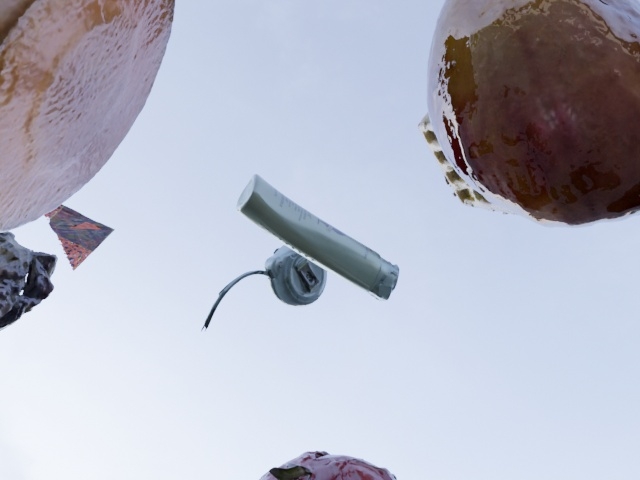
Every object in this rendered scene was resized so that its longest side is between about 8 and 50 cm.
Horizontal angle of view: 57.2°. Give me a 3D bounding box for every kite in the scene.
[{"bbox_3d":[-0.413,-0.021,1.019,0.125,0.222,0.008,0,-50,-49],"label":"kite"}]

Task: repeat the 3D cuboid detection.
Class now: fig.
[{"bbox_3d":[0.210,-0.130,0.535,0.263,0.224,0.224,38,-55,2],"label":"fig"}]

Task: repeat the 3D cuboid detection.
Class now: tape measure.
[{"bbox_3d":[-0.100,0.115,1.253,0.084,0.330,0.164,-12,-64,50],"label":"tape measure"}]

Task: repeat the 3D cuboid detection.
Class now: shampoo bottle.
[{"bbox_3d":[0.000,0.000,0.688,0.212,0.072,0.049,32,-73,-21],"label":"shampoo bottle"}]

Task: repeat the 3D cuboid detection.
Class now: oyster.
[{"bbox_3d":[-0.671,0.095,1.140,0.275,0.271,0.100,2,-31,-15],"label":"oyster"}]

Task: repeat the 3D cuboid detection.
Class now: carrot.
[{"bbox_3d":[-0.243,-0.152,0.527,0.100,0.307,0.258,32,-16,0],"label":"carrot"}]

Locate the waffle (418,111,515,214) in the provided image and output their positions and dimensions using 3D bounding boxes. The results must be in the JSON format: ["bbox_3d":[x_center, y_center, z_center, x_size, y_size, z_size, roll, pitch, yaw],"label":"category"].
[{"bbox_3d":[0.314,-0.153,1.030,0.098,0.327,0.224,-35,-75,-10],"label":"waffle"}]

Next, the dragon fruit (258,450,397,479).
[{"bbox_3d":[0.007,0.331,0.592,0.298,0.244,0.244,0,-38,-48],"label":"dragon fruit"}]
